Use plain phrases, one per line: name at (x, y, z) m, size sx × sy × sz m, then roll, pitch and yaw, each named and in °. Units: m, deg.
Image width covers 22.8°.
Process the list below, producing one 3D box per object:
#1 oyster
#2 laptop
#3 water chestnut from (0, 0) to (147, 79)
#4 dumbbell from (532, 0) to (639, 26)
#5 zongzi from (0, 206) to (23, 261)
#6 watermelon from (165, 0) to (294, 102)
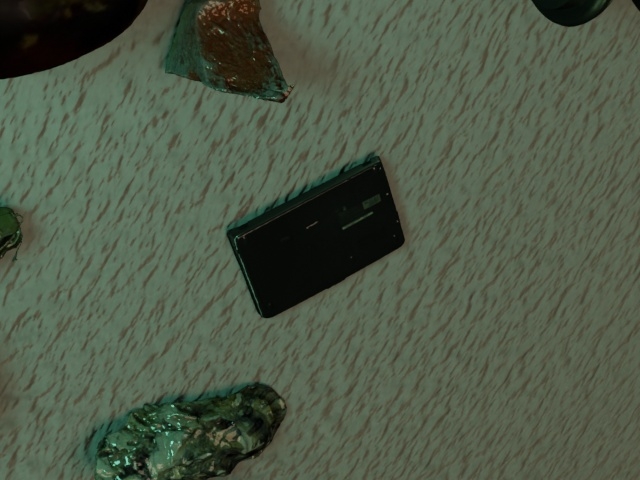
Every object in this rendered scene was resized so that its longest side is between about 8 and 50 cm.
oyster at (-0.160, 0.251, 1.984) m, size 0.199 × 0.087 × 0.252 m, roll -52°, pitch 142°, yaw 12°
laptop at (0.000, 0.000, 1.919) m, size 0.207 × 0.026 × 0.154 m, roll -27°, pitch 130°, yaw -10°
water chestnut at (-0.282, -0.290, 1.380) m, size 0.350 × 0.302 × 0.350 m, roll -18°, pitch 132°, yaw -21°
dumbbell at (0.339, -0.332, 1.768) m, size 0.290 × 0.192 × 0.192 m, roll -5°, pitch 124°, yaw -26°
zongzi at (-0.368, 0.021, 1.718) m, size 0.109 × 0.055 × 0.119 m, roll -21°, pitch 141°, yaw -17°
watermelon at (-0.101, -0.180, 1.678) m, size 0.098 × 0.158 × 0.121 m, roll -8°, pitch 152°, yaw -25°
